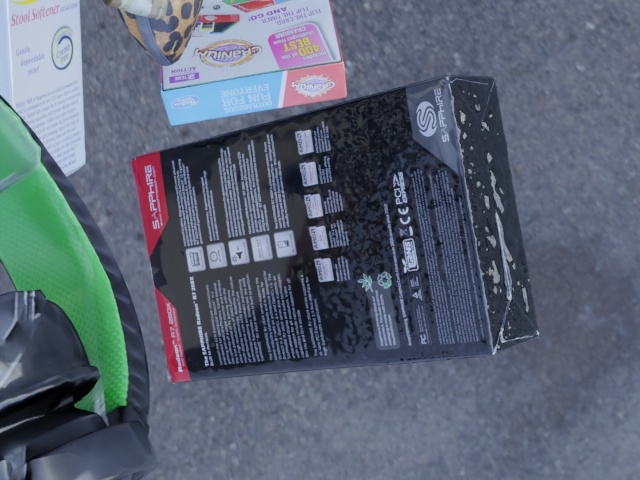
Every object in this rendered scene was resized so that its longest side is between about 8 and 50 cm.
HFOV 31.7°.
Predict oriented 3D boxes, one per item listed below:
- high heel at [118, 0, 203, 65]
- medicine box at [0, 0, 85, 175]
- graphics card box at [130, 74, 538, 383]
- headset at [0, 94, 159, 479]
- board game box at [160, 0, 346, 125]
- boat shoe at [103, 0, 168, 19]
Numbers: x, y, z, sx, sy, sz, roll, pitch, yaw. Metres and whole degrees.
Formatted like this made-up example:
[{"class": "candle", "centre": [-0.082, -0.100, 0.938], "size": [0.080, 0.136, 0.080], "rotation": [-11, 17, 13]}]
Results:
[{"class": "high heel", "centre": [-0.109, -0.275, 0.981], "size": [0.093, 0.261, 0.186], "rotation": [8, 122, 17]}, {"class": "medicine box", "centre": [-0.410, -0.214, 1.225], "size": [0.263, 0.149, 0.289], "rotation": [9, 113, 17]}, {"class": "graphics card box", "centre": [0.000, 0.000, 1.025], "size": [0.371, 0.233, 0.094], "rotation": [-11, 178, 38]}, {"class": "headset", "centre": [-0.138, 0.024, 0.347], "size": [0.185, 0.394, 0.243], "rotation": [-32, 111, 16]}, {"class": "board game box", "centre": [-0.104, -0.307, 1.559], "size": [0.242, 0.316, 0.064], "rotation": [-9, 140, 0]}, {"class": "boat shoe", "centre": [-0.113, -0.236, 0.806], "size": [0.048, 0.056, 0.153], "rotation": [12, 103, -31]}]
